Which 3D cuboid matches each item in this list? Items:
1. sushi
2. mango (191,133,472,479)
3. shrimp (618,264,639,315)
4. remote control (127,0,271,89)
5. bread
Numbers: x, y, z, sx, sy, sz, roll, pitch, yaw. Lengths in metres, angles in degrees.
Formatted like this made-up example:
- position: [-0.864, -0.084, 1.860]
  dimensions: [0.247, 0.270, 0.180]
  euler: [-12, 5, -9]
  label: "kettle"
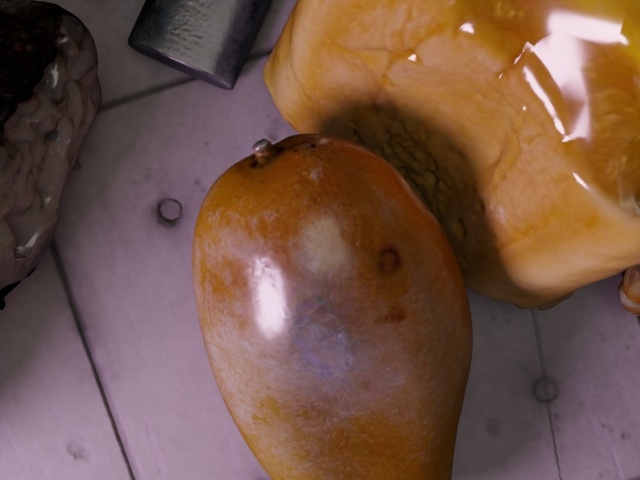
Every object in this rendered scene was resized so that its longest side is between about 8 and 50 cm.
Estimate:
- position: [-0.318, -0.053, 0.844]
  dimensions: [0.207, 0.234, 0.348]
  euler: [23, 52, 2]
  label: "sushi"
- position: [0.019, 0.089, 0.874]
  dimensions: [0.221, 0.199, 0.384]
  euler: [-14, 110, 12]
  label: "mango"
- position: [0.310, 0.019, 0.938]
  dimensions: [0.099, 0.180, 0.041]
  euler: [-29, 61, 2]
  label: "shrimp"
- position: [-0.055, -0.331, 0.982]
  dimensions: [0.107, 0.044, 0.378]
  euler: [24, 85, -7]
  label: "remote control"
- position: [0.168, -0.149, 0.838]
  dimensions: [0.361, 0.394, 0.250]
  euler: [45, 69, 1]
  label: "bread"
